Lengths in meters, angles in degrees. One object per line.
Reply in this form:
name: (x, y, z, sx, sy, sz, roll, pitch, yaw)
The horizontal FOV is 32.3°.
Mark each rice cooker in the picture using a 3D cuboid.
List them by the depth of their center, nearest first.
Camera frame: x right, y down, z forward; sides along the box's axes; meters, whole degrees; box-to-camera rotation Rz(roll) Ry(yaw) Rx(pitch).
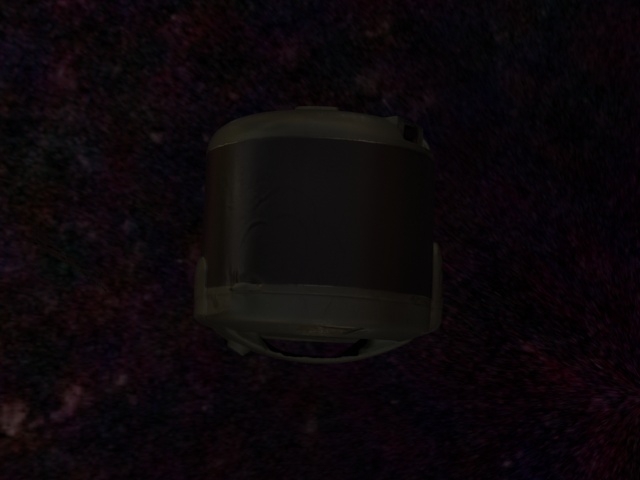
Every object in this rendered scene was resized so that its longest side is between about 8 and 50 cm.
rice cooker: (-0.001, 0.003, 1.275, 0.288, 0.288, 0.277, -1, 83, 17)

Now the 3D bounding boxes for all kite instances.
kite: (-0.288, 0.017, 1.262, 0.137, 0.152, 0.005, 40, 89, 16)
